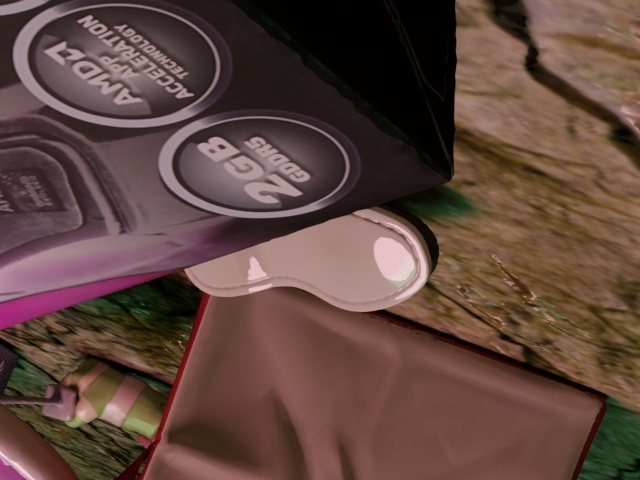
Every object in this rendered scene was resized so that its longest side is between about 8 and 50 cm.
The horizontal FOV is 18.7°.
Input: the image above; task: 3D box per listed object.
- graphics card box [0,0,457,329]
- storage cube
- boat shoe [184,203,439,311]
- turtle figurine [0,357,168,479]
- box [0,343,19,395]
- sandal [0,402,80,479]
[{"bbox_3d":[-0.180,-0.049,0.461,0.371,0.094,0.233,-19,143,30],"label":"graphics card box"},{"bbox_3d":[0.001,0.142,0.913,0.215,0.183,0.193,21,164,1],"label":"storage cube"},{"bbox_3d":[0.000,0.000,0.716,0.125,0.038,0.046,-5,108,47],"label":"boat shoe"},{"bbox_3d":[-0.145,0.187,1.200,0.197,0.275,0.266,60,162,13],"label":"turtle figurine"},{"bbox_3d":[-0.325,0.134,1.302,0.233,0.183,0.059,7,158,43],"label":"box"},{"bbox_3d":[-0.306,0.094,0.934,0.416,0.102,0.169,19,146,15],"label":"sandal"}]
